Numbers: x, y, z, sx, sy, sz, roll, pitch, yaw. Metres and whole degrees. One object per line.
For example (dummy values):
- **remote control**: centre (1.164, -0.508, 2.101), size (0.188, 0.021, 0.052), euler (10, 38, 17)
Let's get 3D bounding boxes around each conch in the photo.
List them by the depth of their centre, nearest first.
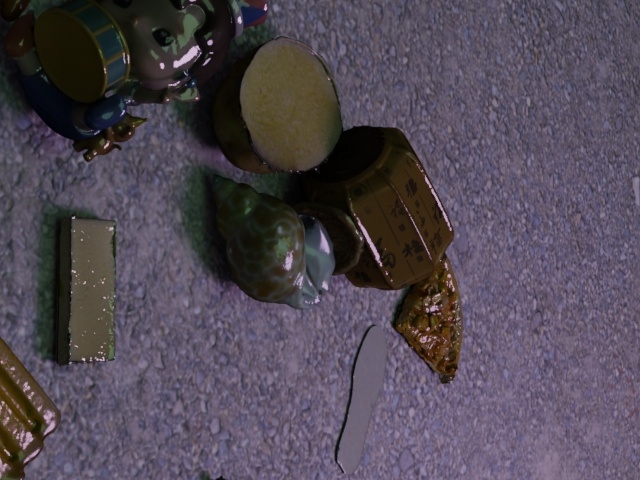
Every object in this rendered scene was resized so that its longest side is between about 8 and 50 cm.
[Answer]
- **conch**: centre (-0.055, 0.013, 1.665), size (0.173, 0.106, 0.116), euler (27, 86, -48)

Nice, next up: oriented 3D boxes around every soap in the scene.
- **soap**: centre (-0.347, 0.133, 1.316), size (0.232, 0.073, 0.140), euler (59, 46, -33)

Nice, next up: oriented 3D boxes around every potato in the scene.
- **potato**: centre (-0.058, -0.145, 1.677), size (0.200, 0.081, 0.164), euler (-30, 105, -51)

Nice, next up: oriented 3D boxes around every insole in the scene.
- **insole**: centre (0.055, 0.205, 1.876), size (0.065, 0.004, 0.197), euler (33, 65, -47)

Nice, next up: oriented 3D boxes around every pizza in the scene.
- **pizza**: centre (0.151, 0.103, 1.968), size (0.131, 0.041, 0.178), euler (10, 82, -49)

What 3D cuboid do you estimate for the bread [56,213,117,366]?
- **bread**: centre (-0.239, 0.051, 1.488), size (0.068, 0.028, 0.154), euler (3, 87, -52)

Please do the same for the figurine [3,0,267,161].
- **figurine**: centre (-0.176, -0.206, 1.462), size (0.161, 0.158, 0.275), euler (43, 49, 6)

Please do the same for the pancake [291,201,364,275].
- **pancake**: centre (0.000, -0.001, 1.723), size (0.115, 0.114, 0.011), euler (62, 35, -30)

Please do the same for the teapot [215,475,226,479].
- **teapot**: centre (-0.082, 0.300, 1.679), size (0.110, 0.042, 0.043), euler (28, 69, -44)

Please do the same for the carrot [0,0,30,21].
- **carrot**: centre (-0.266, -0.323, 1.443), size (0.043, 0.043, 0.248), euler (38, 62, -45)

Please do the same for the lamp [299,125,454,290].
- **lamp**: centre (0.069, -0.039, 1.778), size (0.185, 0.161, 0.161), euler (57, 49, -35)
